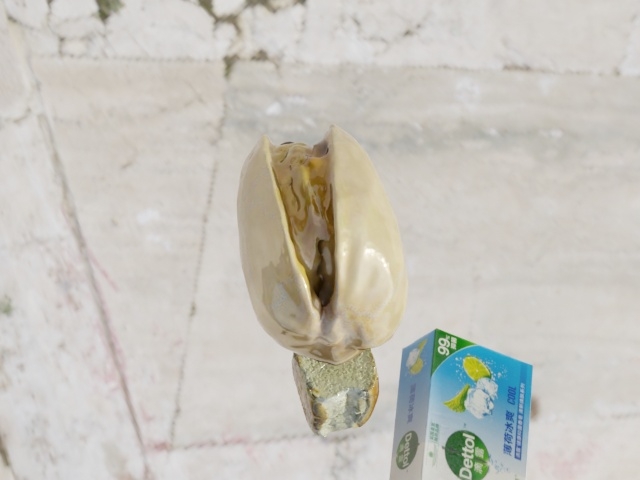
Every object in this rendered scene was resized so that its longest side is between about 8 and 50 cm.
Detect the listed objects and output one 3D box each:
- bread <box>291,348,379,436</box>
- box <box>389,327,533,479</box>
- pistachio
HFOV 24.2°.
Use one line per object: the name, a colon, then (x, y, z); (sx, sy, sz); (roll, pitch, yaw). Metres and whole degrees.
bread: (0.016, 0.140, 1.466); (0.077, 0.083, 0.070); (-15, 144, -10)
box: (0.158, 0.214, 1.669); (0.139, 0.194, 0.073); (22, 147, -22)
pistachio: (0.000, 0.000, 1.387); (0.157, 0.229, 0.157); (-10, 161, -3)
